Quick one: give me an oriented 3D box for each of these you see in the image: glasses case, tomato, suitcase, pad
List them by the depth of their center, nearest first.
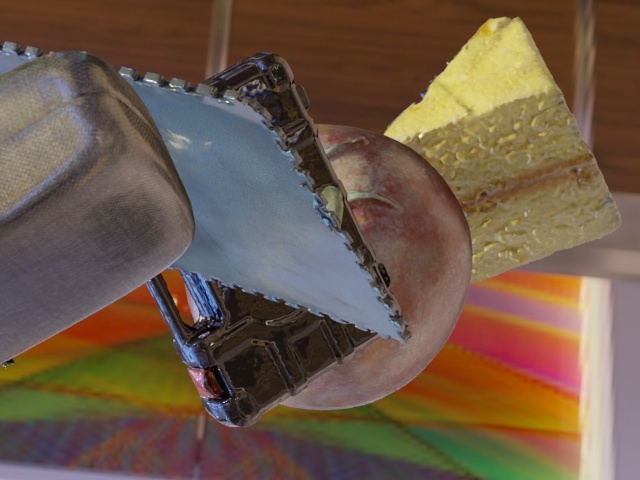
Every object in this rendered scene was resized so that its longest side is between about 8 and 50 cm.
[{"bbox_3d":[-0.211,0.031,0.626,0.074,0.323,0.131,62,180,22],"label":"glasses case"},{"bbox_3d":[-0.089,-0.032,0.946,0.012,0.269,0.269,-59,-36,-21],"label":"pad"},{"bbox_3d":[-0.064,-0.001,1.281,0.066,0.206,0.285,6,125,63],"label":"suitcase"},{"bbox_3d":[0.005,0.029,1.573,0.282,0.317,0.316,33,-124,-52],"label":"tomato"}]

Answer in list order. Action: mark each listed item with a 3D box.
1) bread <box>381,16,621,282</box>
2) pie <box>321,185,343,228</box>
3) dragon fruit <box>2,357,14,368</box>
[{"bbox_3d":[0.199,-0.107,1.777,0.263,0.236,0.198,56,-168,-39],"label":"bread"},{"bbox_3d":[0.000,0.000,1.149,0.085,0.017,0.085,-165,90,-81],"label":"pie"},{"bbox_3d":[-0.414,0.048,1.866,0.188,0.182,0.182,-56,16,25],"label":"dragon fruit"}]
